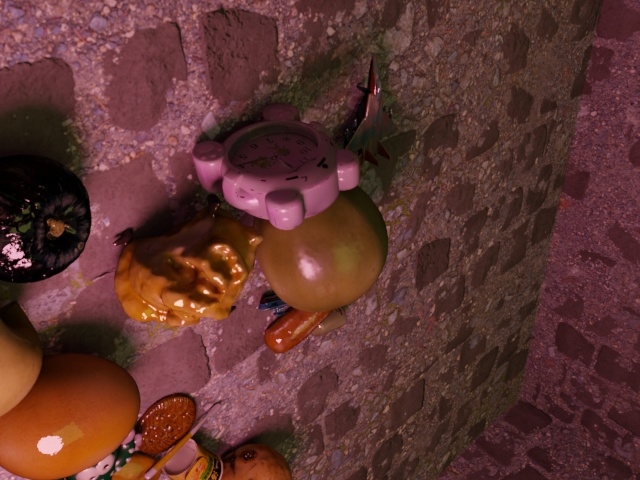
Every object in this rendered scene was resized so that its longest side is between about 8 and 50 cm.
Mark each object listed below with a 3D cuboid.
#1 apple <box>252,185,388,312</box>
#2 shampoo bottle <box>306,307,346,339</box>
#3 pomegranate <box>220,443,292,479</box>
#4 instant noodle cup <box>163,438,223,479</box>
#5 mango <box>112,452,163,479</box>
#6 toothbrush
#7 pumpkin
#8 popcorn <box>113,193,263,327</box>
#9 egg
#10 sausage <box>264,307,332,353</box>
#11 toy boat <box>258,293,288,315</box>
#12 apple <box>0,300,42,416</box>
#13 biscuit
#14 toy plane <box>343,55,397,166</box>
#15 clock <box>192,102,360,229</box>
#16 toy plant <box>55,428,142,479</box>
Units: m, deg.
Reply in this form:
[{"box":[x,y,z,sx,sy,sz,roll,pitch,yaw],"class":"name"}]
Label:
[{"box":[0.000,0.000,1.504,0.357,0.357,0.358,-25,130,-34],"class":"apple"},{"box":[0.005,0.262,1.873,0.161,0.079,0.079,-17,125,-39],"class":"shampoo bottle"},{"box":[-0.214,0.770,1.836,0.260,0.260,0.261,-25,130,-34],"class":"pomegranate"},{"box":[-0.372,0.651,1.673,0.151,0.151,0.122,-44,131,-18],"class":"instant noodle cup"},{"box":[-0.505,0.626,1.579,0.187,0.066,0.101,34,86,-42],"class":"mango"},{"box":[-0.384,0.565,1.648,0.288,0.021,0.024,-41,151,-40],"class":"toothbrush"},{"box":[-0.523,-0.037,1.040,0.233,0.162,0.233,13,90,-68],"class":"pumpkin"},{"box":[-0.273,0.062,1.300,0.281,0.315,0.297,60,39,-26],"class":"popcorn"},{"box":[-0.535,0.363,1.232,0.322,0.250,0.250,-3,116,-55],"class":"egg"},{"box":[-0.054,0.238,1.776,0.270,0.109,0.109,-41,137,-18],"class":"sausage"},{"box":[-0.123,0.188,1.706,0.137,0.060,0.061,-11,102,-49],"class":"toy boat"},{"box":[-0.645,0.191,1.009,0.254,0.292,0.292,-37,136,-15],"class":"apple"},{"box":[-0.425,0.510,1.614,0.187,0.027,0.188,-25,130,-34],"class":"biscuit"},{"box":[0.135,-0.350,1.611,0.222,0.104,0.327,-29,128,-33],"class":"toy plane"},{"box":[-0.094,-0.168,1.310,0.295,0.322,0.113,-35,140,-26],"class":"clock"},{"box":[-0.563,0.533,1.416,0.232,0.112,0.243,-45,143,-16],"class":"toy plant"}]
